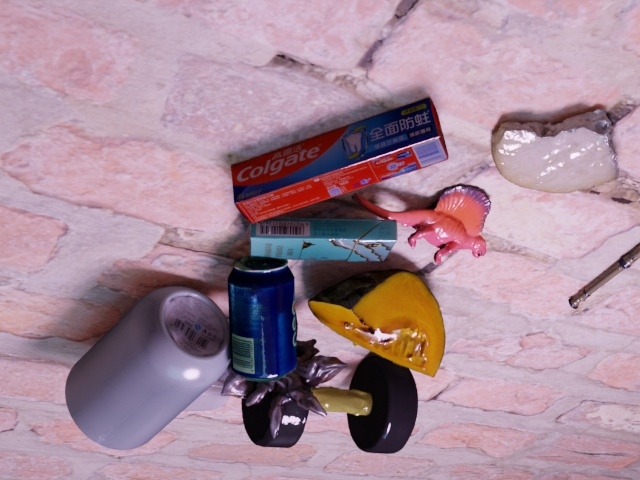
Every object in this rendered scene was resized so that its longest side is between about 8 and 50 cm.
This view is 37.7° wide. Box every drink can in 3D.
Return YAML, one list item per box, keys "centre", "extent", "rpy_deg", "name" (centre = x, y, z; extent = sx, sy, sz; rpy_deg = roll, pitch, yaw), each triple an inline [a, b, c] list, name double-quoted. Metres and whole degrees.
- centre: [-0.100, 0.132, 1.607]
  extent: [0.118, 0.118, 0.205]
  rpy_deg: [-2, 106, -9]
  name: "drink can"

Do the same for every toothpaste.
- centre: [0.025, -0.115, 1.385]
  extent: [0.320, 0.076, 0.066]
  rpy_deg: [-18, 145, 12]
  name: "toothpaste"

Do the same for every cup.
- centre: [-0.303, 0.226, 1.698]
  extent: [0.205, 0.206, 0.312]
  rpy_deg: [18, 136, -34]
  name: "cup"

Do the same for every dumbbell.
- centre: [0.020, 0.329, 1.924]
  extent: [0.322, 0.204, 0.204]
  rpy_deg: [9, 142, -24]
  name: "dumbbell"

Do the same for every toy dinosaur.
- centre: [0.196, -0.048, 1.547]
  extent: [0.286, 0.070, 0.139]
  rpy_deg: [30, 119, -35]
  name: "toy dinosaur"

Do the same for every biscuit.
- centre: [0.380, -0.136, 1.468]
  extent: [0.265, 0.040, 0.188]
  rpy_deg: [13, 142, -29]
  name: "biscuit"

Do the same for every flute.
- centre: [0.564, 0.065, 1.816]
  extent: [0.027, 0.027, 0.233]
  rpy_deg: [11, 141, -26]
  name: "flute"

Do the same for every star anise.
- centre: [-0.082, 0.240, 1.728]
  extent: [0.212, 0.283, 0.129]
  rpy_deg: [-37, 142, -9]
  name: "star anise"

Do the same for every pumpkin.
- centre: [0.104, 0.124, 1.744]
  extent: [0.169, 0.148, 0.312]
  rpy_deg: [13, 157, 45]
  name: "pumpkin"

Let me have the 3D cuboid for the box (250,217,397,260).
- centre: [0.001, 0.000, 1.513]
  extent: [0.229, 0.042, 0.162]
  rpy_deg: [1, 168, -4]
  name: "box"

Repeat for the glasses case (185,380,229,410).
- centre: [-0.303, 0.315, 1.955]
  extent: [0.233, 0.059, 0.092]
  rpy_deg: [12, 139, -26]
  name: "glasses case"
